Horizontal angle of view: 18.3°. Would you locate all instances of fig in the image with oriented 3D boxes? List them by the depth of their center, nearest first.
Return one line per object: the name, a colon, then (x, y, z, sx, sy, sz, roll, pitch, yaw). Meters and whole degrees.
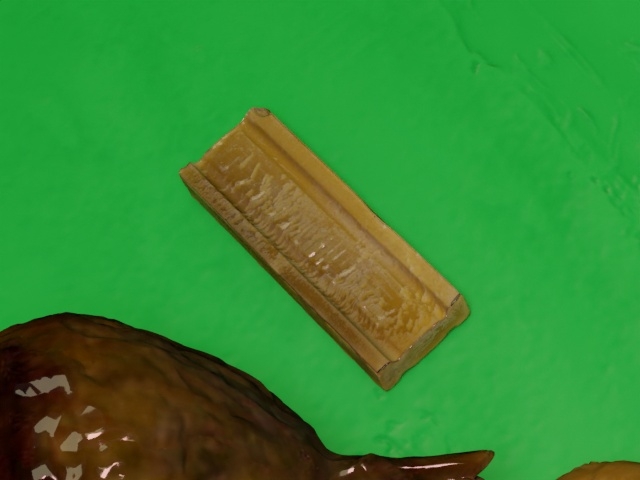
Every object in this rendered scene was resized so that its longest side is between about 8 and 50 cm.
fig: (-0.067, 0.166, 1.359, 0.369, 0.286, 0.286, -12, 62, 0)

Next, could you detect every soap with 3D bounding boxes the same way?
soap: (0.000, 0.000, 1.544, 0.092, 0.037, 0.252, -41, 61, -9)

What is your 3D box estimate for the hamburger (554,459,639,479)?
hamburger: (0.185, 0.277, 1.237, 0.319, 0.158, 0.318, -23, 31, 15)
